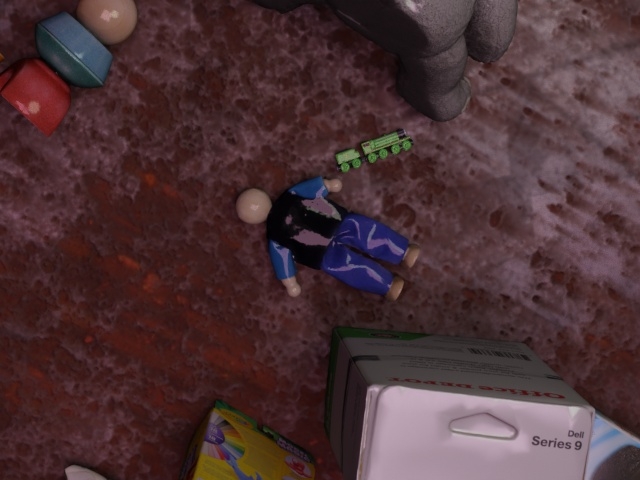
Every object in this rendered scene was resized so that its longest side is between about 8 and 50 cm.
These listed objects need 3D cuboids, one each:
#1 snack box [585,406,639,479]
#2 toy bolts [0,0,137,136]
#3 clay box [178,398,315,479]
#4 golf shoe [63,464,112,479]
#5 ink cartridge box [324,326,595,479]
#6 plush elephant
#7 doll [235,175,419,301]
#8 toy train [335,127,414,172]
[{"bbox_3d":[0.273,0.355,1.756,0.187,0.060,0.322,31,94,-9],"label":"snack box"},{"bbox_3d":[-0.277,-0.222,1.569,0.158,0.218,0.228,-48,117,-3],"label":"toy bolts"},{"bbox_3d":[-0.075,0.249,1.638,0.127,0.222,0.053,32,110,-8],"label":"clay box"},{"bbox_3d":[-0.272,0.311,1.711,0.086,0.069,0.176,36,89,10],"label":"golf shoe"},{"bbox_3d":[0.122,0.173,1.601,0.211,0.289,0.121,6,97,-6],"label":"ink cartridge box"},{"bbox_3d":[0.101,-0.311,1.558,0.272,0.330,0.255,32,76,-1],"label":"plush elephant"},{"bbox_3d":[0.000,0.000,1.689,0.189,0.046,0.129,26,94,-8],"label":"doll"},{"bbox_3d":[0.054,-0.092,1.696,0.083,0.017,0.023,-20,89,-2],"label":"toy train"}]
